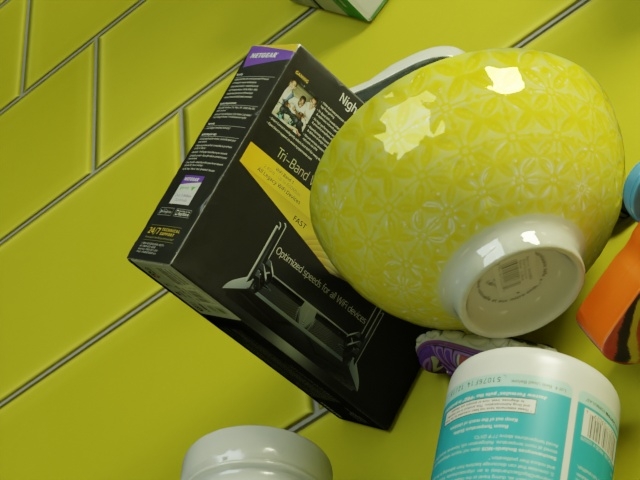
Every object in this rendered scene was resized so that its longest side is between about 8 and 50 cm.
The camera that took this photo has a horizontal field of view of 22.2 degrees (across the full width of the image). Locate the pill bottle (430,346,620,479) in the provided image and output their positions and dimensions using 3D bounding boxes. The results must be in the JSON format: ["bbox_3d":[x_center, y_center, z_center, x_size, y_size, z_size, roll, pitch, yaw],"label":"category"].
[{"bbox_3d":[0.154,0.228,1.301,0.146,0.146,0.264,-17,45,39],"label":"pill bottle"}]

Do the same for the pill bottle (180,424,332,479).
[{"bbox_3d":[-0.064,0.335,1.411,0.188,0.188,0.334,-28,39,29],"label":"pill bottle"}]

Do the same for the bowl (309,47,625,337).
[{"bbox_3d":[0.149,-0.010,1.417,0.289,0.289,0.156,-38,46,17],"label":"bowl"}]

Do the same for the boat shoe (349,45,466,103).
[{"bbox_3d":[0.039,-0.107,1.784,0.302,0.114,0.091,-34,31,24],"label":"boat shoe"}]

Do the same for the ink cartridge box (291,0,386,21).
[{"bbox_3d":[0.028,-0.374,2.076,0.153,0.087,0.208,-54,33,-8],"label":"ink cartridge box"}]

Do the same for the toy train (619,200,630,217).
[{"bbox_3d":[0.250,-0.049,1.568,0.158,0.027,0.036,24,89,54],"label":"toy train"}]

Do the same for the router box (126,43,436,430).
[{"bbox_3d":[0.000,0.000,1.550,0.081,0.309,0.243,7,62,53],"label":"router box"}]

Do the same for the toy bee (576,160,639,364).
[{"bbox_3d":[0.345,-0.019,1.348,0.298,0.162,0.195,-55,33,40],"label":"toy bee"}]

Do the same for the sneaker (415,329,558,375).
[{"bbox_3d":[0.143,0.121,1.495,0.170,0.068,0.071,3,80,57],"label":"sneaker"}]
